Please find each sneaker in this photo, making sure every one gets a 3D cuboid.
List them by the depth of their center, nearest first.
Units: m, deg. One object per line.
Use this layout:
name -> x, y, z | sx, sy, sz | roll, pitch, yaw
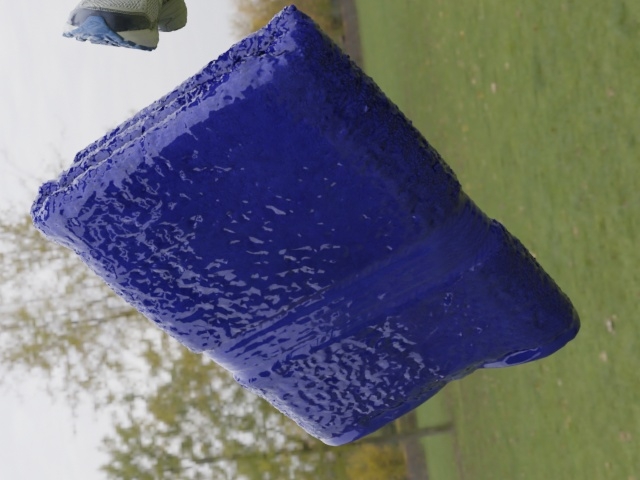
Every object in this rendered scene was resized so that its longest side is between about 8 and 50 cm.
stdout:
sneaker -> -0.108, -0.143, 0.550 | 0.135, 0.052, 0.058 | -79, -3, -67

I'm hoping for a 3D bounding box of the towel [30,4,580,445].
towel -> -0.002, 0.008, 0.641 | 0.308, 0.227, 0.076 | 42, -149, -34
